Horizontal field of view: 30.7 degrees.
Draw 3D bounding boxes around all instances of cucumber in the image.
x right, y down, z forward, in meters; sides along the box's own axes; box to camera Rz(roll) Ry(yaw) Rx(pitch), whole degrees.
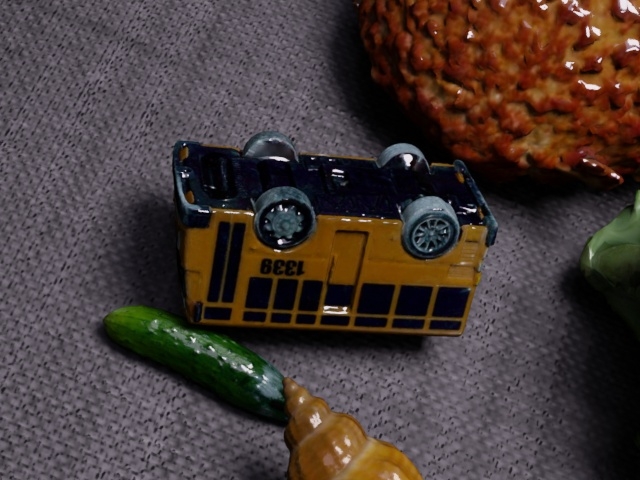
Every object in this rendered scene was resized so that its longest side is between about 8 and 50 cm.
[{"bbox_3d":[-0.067,0.077,0.751,0.155,0.037,0.037,27,59,0],"label":"cucumber"}]

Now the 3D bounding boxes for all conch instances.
[{"bbox_3d":[0.063,0.223,0.688,0.109,0.093,0.330,-32,94,-45],"label":"conch"}]

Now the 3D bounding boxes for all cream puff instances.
[{"bbox_3d":[0.196,-0.197,0.860,0.350,0.229,0.351,5,63,-10],"label":"cream puff"}]

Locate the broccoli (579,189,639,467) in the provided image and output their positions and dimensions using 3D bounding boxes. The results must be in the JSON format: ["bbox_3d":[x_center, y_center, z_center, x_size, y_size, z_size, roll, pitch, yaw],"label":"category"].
[{"bbox_3d":[0.286,0.035,0.751,0.261,0.241,0.269,-45,120,-12],"label":"broccoli"}]

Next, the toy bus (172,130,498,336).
[{"bbox_3d":[0.000,0.000,0.764,0.201,0.114,0.098,3,31,-13],"label":"toy bus"}]
